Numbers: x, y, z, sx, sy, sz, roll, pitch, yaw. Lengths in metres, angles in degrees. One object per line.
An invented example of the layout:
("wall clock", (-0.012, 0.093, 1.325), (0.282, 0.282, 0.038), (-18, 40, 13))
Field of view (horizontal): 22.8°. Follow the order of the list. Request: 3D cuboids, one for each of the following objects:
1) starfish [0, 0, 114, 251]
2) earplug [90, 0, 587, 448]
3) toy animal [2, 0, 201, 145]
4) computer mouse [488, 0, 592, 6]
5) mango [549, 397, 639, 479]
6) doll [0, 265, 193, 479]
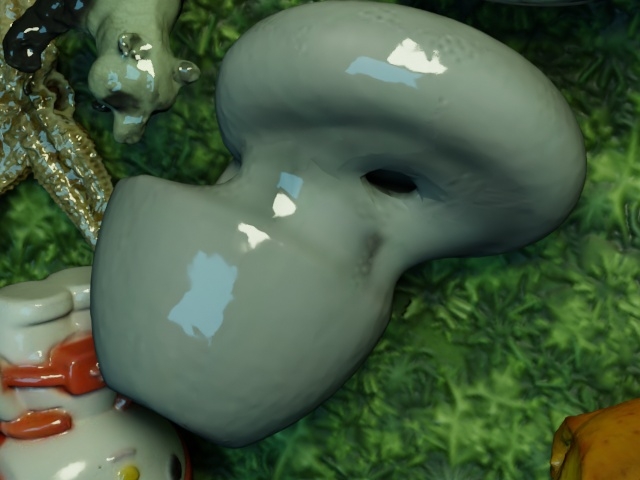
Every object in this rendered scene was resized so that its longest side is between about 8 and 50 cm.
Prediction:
("starfish", (-0.216, -0.068, 1.062), (0.138, 0.050, 0.247), (-17, 93, 26))
("earplug", (-0.001, -0.009, 0.907), (0.214, 0.175, 0.325), (33, 123, -29))
("toy animal", (-0.117, -0.157, 0.937), (0.094, 0.225, 0.121), (25, 142, -30))
("computer mouse", (0.199, -0.209, 0.795), (0.389, 0.199, 0.115), (-20, 117, 32))
("mango", (0.270, 0.223, 0.863), (0.350, 0.201, 0.199), (29, 141, 5))
("doll", (-0.157, 0.164, 1.031), (0.130, 0.161, 0.290), (13, 114, 44))
